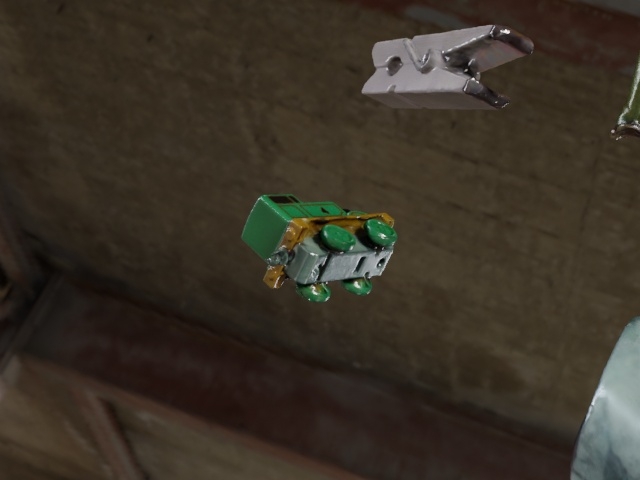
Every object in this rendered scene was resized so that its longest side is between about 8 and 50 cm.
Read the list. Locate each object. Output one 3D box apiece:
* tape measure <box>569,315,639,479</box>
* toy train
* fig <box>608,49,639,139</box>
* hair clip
[{"bbox_3d":[0.259,0.112,0.605,0.256,0.275,0.147,44,-36,40],"label":"tape measure"},{"bbox_3d":[0.000,0.000,1.537,0.136,0.228,0.091,39,-63,29],"label":"toy train"},{"bbox_3d":[0.234,-0.184,0.763,0.151,0.151,0.259,13,-53,23],"label":"fig"},{"bbox_3d":[0.158,-0.232,1.735,0.085,0.101,0.331,17,-2,-26],"label":"hair clip"}]
